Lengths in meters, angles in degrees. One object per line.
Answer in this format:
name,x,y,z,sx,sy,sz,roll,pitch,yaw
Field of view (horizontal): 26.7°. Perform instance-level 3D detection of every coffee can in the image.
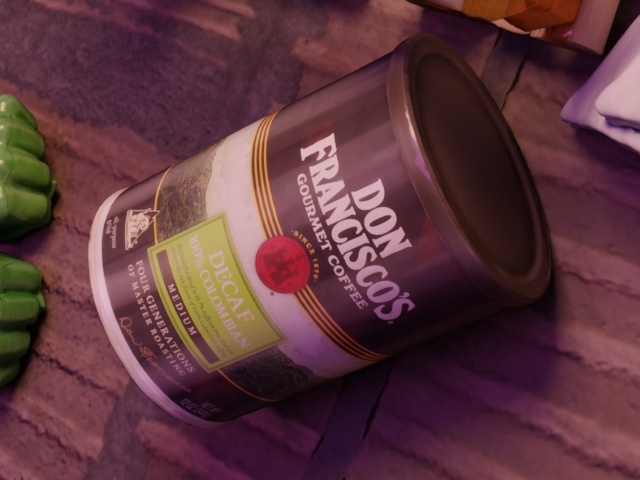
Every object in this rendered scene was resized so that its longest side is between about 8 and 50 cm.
coffee can,0.000,0.000,0.985,0.275,0.201,0.201,-25,66,26

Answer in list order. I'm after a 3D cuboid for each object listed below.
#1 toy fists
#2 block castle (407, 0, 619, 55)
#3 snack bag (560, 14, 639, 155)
toy fists,-0.314,0.003,1.249,0.142,0.096,0.279,-4,78,42
block castle,0.009,-0.299,0.970,0.453,0.303,0.212,23,102,33
snack bag,0.267,-0.191,0.811,0.037,0.342,0.323,37,98,-3
